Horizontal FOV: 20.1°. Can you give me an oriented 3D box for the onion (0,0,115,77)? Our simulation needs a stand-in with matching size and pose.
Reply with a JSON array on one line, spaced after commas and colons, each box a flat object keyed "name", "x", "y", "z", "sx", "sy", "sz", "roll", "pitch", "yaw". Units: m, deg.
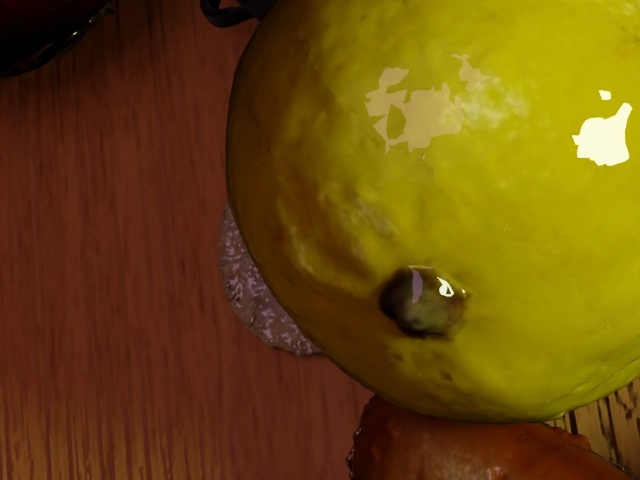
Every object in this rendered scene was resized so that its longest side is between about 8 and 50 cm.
[{"name": "onion", "x": -0.240, "y": -0.244, "z": 1.202, "sx": 0.273, "sy": 0.285, "sz": 0.273, "roll": -27, "pitch": 44, "yaw": 30}]

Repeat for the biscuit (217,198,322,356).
[{"name": "biscuit", "x": 0.000, "y": 0.000, "z": 1.142, "sx": 0.152, "sy": 0.020, "sz": 0.152, "roll": -7, "pitch": 73, "yaw": 24}]

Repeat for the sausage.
[{"name": "sausage", "x": 0.156, "y": 0.170, "z": 0.967, "sx": 0.330, "sy": 0.102, "sz": 0.102, "roll": 30, "pitch": 89, "yaw": 32}]

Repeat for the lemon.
[{"name": "lemon", "x": 0.091, "y": -0.049, "z": 0.954, "sx": 0.297, "sy": 0.297, "sz": 0.297, "roll": -8, "pitch": 71, "yaw": 25}]

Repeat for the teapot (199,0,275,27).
[{"name": "teapot", "x": -0.008, "y": -0.204, "z": 1.176, "sx": 0.177, "sy": 0.087, "sz": 0.096, "roll": -36, "pitch": 44, "yaw": 13}]
